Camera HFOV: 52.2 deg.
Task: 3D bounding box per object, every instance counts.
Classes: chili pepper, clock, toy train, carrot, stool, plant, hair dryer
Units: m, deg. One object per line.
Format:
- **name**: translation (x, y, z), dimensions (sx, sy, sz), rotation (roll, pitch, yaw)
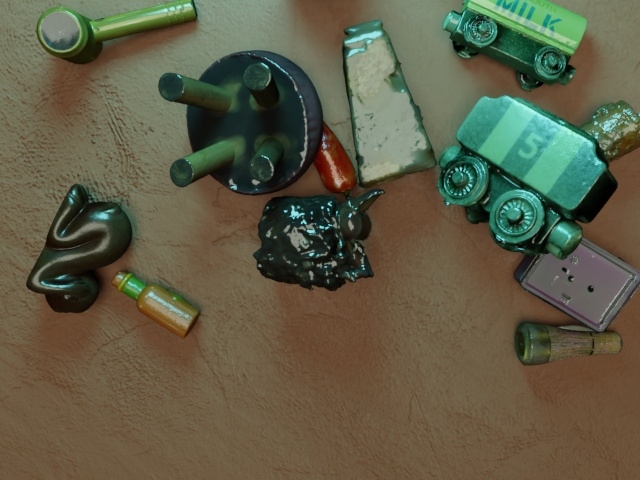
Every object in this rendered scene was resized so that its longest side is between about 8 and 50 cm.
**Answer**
- **chili pepper**: translation (0.010, -0.166, 1.247), dimensions (0.071, 0.063, 0.272), rotation (-33, 95, -3)
- **clock**: translation (0.491, 0.067, 1.252), dimensions (0.193, 0.073, 0.144), rotation (31, 101, -3)
- **toy train**: translation (0.354, -0.109, 1.146), dimensions (0.299, 0.167, 0.238), rotation (42, 104, 31)
- **carrot**: translation (0.470, -0.150, 1.211), dimensions (0.263, 0.102, 0.101), rotation (-34, 97, 16)
- **stool**: translation (-0.146, -0.207, 1.164), dimensions (0.272, 0.178, 0.271), rotation (4, 102, 17)
- **plant**: translation (0.000, 0.000, 1.219), dimensions (0.234, 0.178, 0.203), rotation (1, 99, 4)
- **toy train**: translation (0.351, -0.379, 1.167), dimensions (0.253, 0.105, 0.157), rotation (23, 88, -3)
- **hair dryer**: translation (-0.366, -0.398, 1.197), dimensions (0.279, 0.135, 0.090), rotation (-15, 101, -4)

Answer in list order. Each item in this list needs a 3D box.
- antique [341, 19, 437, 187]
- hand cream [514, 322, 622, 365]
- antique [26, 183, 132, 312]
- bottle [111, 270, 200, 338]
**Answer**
- **antique**: translation (0.106, -0.251, 1.189), dimensions (0.150, 0.125, 0.284), rotation (-15, 100, 5)
- **hand cream**: translation (0.491, 0.203, 1.280), dimensions (0.203, 0.084, 0.083), rotation (0, 101, -1)
- **antique**: translation (-0.471, 0.032, 1.289), dimensions (0.144, 0.121, 0.256), rotation (27, 95, -11)
- **bottle**: translation (-0.336, 0.123, 1.319), dimensions (0.187, 0.069, 0.069), rotation (32, 101, -2)
